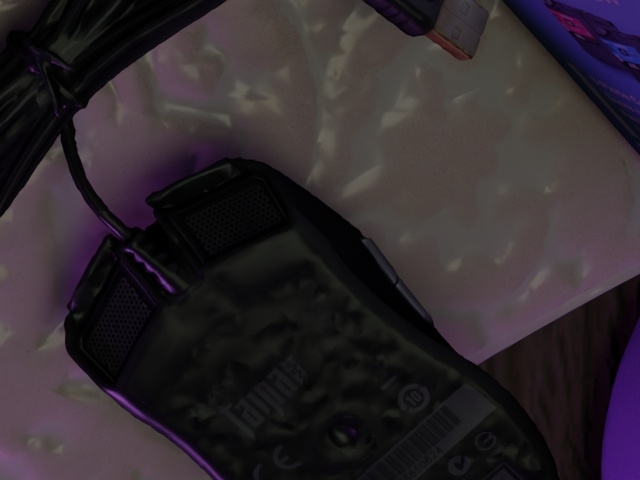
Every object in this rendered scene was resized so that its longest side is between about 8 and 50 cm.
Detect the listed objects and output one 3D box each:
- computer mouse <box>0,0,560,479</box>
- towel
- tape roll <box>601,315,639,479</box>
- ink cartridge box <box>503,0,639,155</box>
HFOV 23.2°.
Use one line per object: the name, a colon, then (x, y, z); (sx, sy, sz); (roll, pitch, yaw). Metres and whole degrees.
computer mouse: (0.000, 0.000, 0.509); (0.262, 0.060, 0.184); (38, 100, -21)
towel: (-0.044, -0.065, 0.521); (0.317, 0.053, 0.332); (-28, 121, -9)
tape roll: (0.262, 0.089, 0.673); (0.274, 0.090, 0.275); (-6, 107, -21)
ink cartridge box: (0.135, -0.188, 0.435); (0.395, 0.151, 0.270); (40, 83, -35)
